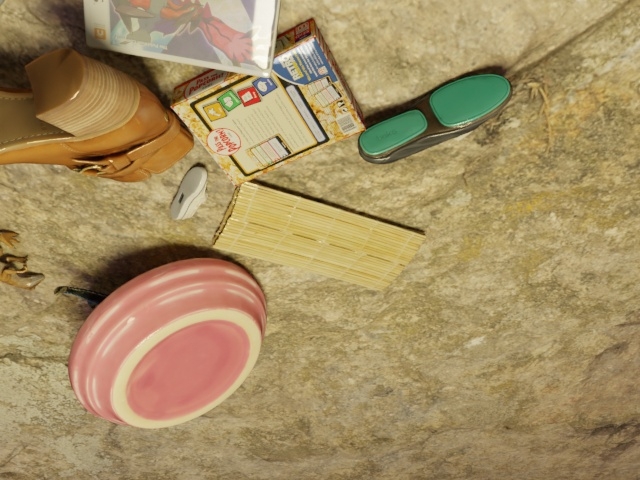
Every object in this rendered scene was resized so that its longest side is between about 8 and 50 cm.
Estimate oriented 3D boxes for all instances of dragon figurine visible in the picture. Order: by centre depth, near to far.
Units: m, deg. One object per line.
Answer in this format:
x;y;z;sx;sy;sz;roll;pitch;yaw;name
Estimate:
-0.308;0.122;0.964;0.144;0.085;0.289;-13;140;5;dragon figurine

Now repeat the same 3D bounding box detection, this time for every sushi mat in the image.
0.000;0.000;0.917;0.317;0.019;0.151;16;131;-22;sushi mat

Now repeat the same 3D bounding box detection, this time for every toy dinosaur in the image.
-0.513;0.027;0.862;0.112;0.064;0.212;-35;129;29;toy dinosaur

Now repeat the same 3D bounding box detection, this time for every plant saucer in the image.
-0.223;0.184;0.935;0.332;0.084;0.332;-24;137;-24;plant saucer

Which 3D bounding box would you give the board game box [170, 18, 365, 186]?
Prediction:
-0.062;-0.163;0.721;0.194;0.045;0.146;-21;134;15;board game box

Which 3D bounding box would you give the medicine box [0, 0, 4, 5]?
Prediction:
-0.333;-0.290;0.383;0.264;0.289;0.149;9;134;-15;medicine box

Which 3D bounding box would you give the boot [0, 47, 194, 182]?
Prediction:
-0.310;-0.119;0.677;0.284;0.108;0.220;-19;167;13;boot

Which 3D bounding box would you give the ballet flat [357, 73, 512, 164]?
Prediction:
0.145;-0.151;0.748;0.203;0.074;0.074;-23;134;9;ballet flat

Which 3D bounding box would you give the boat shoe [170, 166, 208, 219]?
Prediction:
-0.178;-0.066;0.825;0.035;0.035;0.100;-3;140;-44;boat shoe

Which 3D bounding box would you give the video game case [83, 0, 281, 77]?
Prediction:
-0.138;-0.269;0.585;0.202;0.023;0.183;8;127;-5;video game case
